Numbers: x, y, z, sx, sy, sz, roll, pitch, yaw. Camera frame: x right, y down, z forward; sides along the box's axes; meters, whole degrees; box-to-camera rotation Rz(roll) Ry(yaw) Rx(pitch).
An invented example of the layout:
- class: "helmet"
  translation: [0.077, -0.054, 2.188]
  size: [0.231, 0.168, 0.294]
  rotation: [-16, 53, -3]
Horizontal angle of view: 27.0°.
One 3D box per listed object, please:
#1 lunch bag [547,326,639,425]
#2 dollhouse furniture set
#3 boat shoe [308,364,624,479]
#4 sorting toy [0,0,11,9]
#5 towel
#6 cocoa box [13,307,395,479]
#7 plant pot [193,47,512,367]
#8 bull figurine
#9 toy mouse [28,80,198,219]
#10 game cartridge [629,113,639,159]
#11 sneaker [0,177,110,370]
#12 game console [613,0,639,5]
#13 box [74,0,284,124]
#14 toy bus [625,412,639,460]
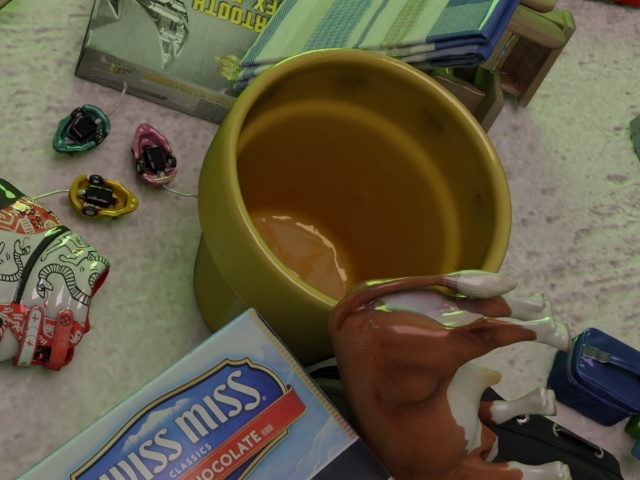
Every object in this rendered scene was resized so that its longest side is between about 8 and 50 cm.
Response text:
- class: "lunch bag"
  translation: [0.284, 0.137, 1.323]
  size: [0.098, 0.065, 0.067]
  rotation: [27, 58, -9]
- class: "dollhouse furniture set"
  translation: [0.172, -0.165, 1.342]
  size: [0.161, 0.212, 0.242]
  rotation: [21, 34, -13]
- class: "boat shoe"
  translation: [0.134, 0.178, 1.204]
  size: [0.340, 0.127, 0.113]
  rotation: [21, 45, -5]
- class: "sorting toy"
  translation: [-0.365, -0.236, 1.231]
  size: [0.132, 0.046, 0.274]
  rotation: [41, 56, -1]
- class: "towel"
  translation: [0.068, -0.219, 1.232]
  size: [0.034, 0.285, 0.209]
  rotation: [56, 47, -33]
- class: "cocoa box"
  translation: [-0.134, 0.258, 0.977]
  size: [0.347, 0.231, 0.228]
  rotation: [-36, 82, -32]
- class: "plant pot"
  translation: [0.000, 0.000, 1.161]
  size: [0.254, 0.239, 0.254]
  rotation: [10, 61, -19]
- class: "bull figurine"
  translation: [0.092, 0.135, 1.023]
  size: [0.188, 0.310, 0.101]
  rotation: [-9, 50, 2]
- class: "toy mouse"
  translation: [-0.192, -0.081, 1.240]
  size: [0.161, 0.031, 0.143]
  rotation: [9, 63, -20]
- class: "game cartridge"
  translation: [0.377, -0.106, 1.489]
  size: [0.017, 0.056, 0.083]
  rotation: [-7, 70, -34]
- class: "sneaker"
  translation: [-0.282, 0.079, 1.087]
  size: [0.145, 0.090, 0.270]
  rotation: [35, 54, -2]
- class: "game console"
  translation: [0.245, -0.475, 1.622]
  size: [0.342, 0.060, 0.387]
  rotation: [9, 63, -26]
- class: "box"
  translation: [-0.111, -0.213, 1.326]
  size: [0.231, 0.056, 0.183]
  rotation: [18, 59, -15]
- class: "toy bus"
  translation: [0.410, 0.145, 1.300]
  size: [0.104, 0.191, 0.202]
  rotation: [38, 56, -4]
